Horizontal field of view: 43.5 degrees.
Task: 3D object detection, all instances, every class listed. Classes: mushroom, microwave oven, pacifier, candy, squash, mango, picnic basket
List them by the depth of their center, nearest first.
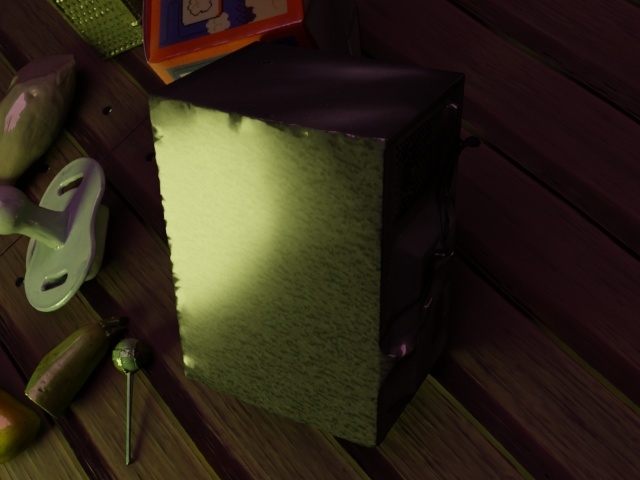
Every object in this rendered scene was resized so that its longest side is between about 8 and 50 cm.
[{"bbox_3d":[0.000,0.000,1.044,0.374,0.432,0.236,14,35,25],"label":"microwave oven"},{"bbox_3d":[-0.306,0.257,1.292,0.061,0.061,0.203,-8,73,17],"label":"candy"},{"bbox_3d":[-0.403,0.193,1.338,0.075,0.090,0.200,4,50,54],"label":"squash"},{"bbox_3d":[-0.618,0.302,1.347,0.316,0.119,0.177,8,67,13],"label":"mango"},{"bbox_3d":[-0.486,-0.028,1.383,0.238,0.225,0.287,-12,61,36],"label":"pacifier"},{"bbox_3d":[-0.574,-0.223,1.558,0.128,0.128,0.350,21,80,27],"label":"mushroom"},{"bbox_3d":[-0.420,-0.482,1.573,0.154,0.196,0.134,-22,59,11],"label":"picnic basket"}]

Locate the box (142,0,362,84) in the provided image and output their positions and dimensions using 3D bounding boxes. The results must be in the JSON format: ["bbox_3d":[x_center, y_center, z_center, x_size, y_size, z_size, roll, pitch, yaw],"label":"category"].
[{"bbox_3d":[-0.095,-0.339,1.301,0.256,0.349,0.319,-12,65,15],"label":"box"}]
